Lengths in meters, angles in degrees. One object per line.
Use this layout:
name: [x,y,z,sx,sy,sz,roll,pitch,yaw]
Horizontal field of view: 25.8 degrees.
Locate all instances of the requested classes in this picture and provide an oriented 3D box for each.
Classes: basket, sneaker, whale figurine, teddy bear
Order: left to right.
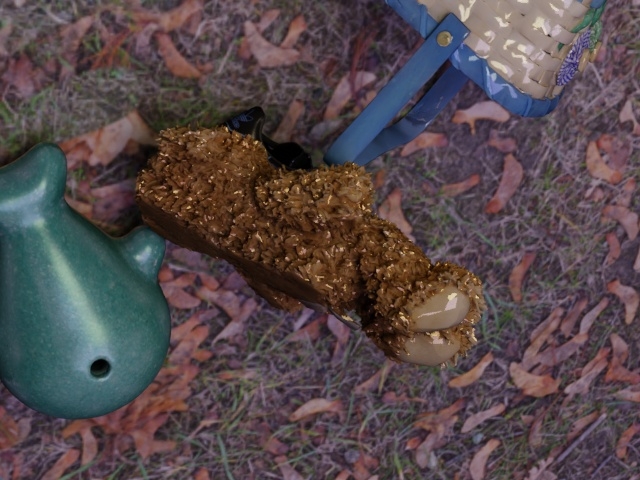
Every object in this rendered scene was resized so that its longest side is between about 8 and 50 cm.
whale figurine: [-0.238,0.048,1.295,0.216,0.141,0.272,-23,122,-12]
sneaker: [-0.025,-0.035,1.388,0.090,0.081,0.232,-41,124,8]
teddy bear: [0.000,0.000,1.251,0.113,0.338,0.245,-58,152,-18]
basket: [0.133,-0.182,1.274,0.201,0.255,0.289,47,116,3]
